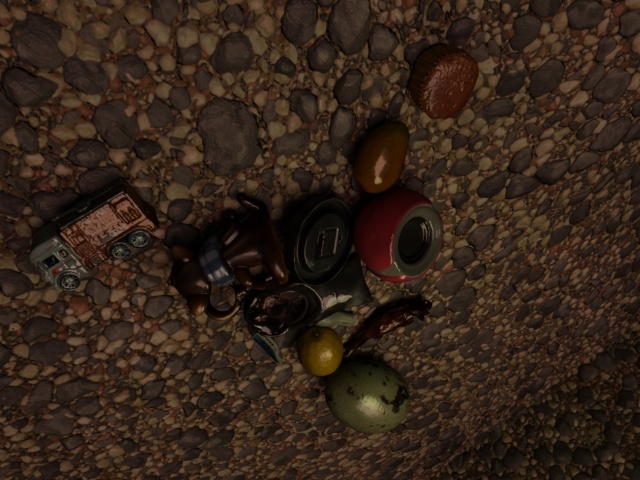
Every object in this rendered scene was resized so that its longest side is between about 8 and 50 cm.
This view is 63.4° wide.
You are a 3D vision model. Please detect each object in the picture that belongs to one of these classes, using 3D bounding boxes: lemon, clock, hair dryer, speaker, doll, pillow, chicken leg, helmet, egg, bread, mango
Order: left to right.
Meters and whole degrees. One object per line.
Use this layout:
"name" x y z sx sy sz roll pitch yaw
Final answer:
"doll" -0.260 0.062 1.501 0.340 0.209 0.317 -29 100 -6
"helmet" -0.129 0.197 1.673 0.253 0.154 0.198 -36 121 8
"lemon" 0.000 0.405 1.899 0.170 0.170 0.207 -17 132 -14
"clock" 0.000 0.000 1.577 0.281 0.056 0.280 -25 124 -42
"pillow" 0.049 0.164 1.758 0.250 0.106 0.185 -20 97 -12
"hair dryer" 0.087 0.212 1.873 0.207 0.075 0.237 12 111 -41
"egg" 0.187 0.623 2.081 0.380 0.287 0.287 21 115 -21
"mango" 0.176 -0.244 1.511 0.152 0.120 0.220 3 117 -32
"chicken leg" 0.249 0.330 2.019 0.407 0.095 0.158 -30 152 0
"speaker" 0.239 -0.020 1.615 0.295 0.294 0.294 -14 130 -17
"bread" 0.347 -0.441 1.451 0.199 0.104 0.199 -12 129 -15

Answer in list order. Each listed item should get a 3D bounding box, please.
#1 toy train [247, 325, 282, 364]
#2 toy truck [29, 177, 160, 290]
"toy train" -0.182 0.376 1.861 0.051 0.052 0.233 -36 133 -3
"toy truck" -0.576 -0.019 1.304 0.306 0.136 0.162 -32 126 -4
